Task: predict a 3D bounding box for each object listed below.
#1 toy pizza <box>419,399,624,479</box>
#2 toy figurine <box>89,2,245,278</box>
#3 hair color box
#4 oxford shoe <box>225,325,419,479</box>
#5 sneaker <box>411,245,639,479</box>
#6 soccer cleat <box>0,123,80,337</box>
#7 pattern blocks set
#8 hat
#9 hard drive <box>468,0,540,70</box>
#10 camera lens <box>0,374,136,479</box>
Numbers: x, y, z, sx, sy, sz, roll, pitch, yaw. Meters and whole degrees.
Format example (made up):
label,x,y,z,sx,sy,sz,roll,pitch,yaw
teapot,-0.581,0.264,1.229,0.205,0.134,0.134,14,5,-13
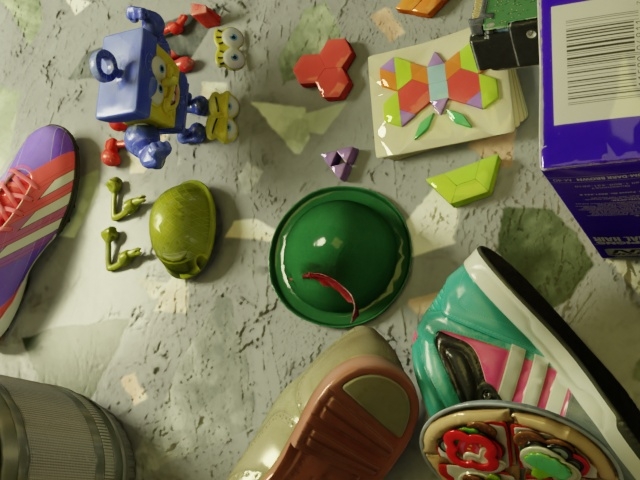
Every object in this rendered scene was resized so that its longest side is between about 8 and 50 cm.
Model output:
label,x,y,z,sx,sy,sz,roll,pitch,yaw
toy pizza,0.191,0.226,1.041,0.201,0.201,0.032,4,46,24
toy figurine,-0.234,-0.150,1.304,0.191,0.217,0.362,-1,75,23
hair color box,0.285,-0.108,1.002,0.110,0.339,0.185,-4,75,24
oxford shoe,-0.031,0.267,1.175,0.140,0.146,0.397,35,106,-16
sneaker,0.198,0.171,1.090,0.178,0.124,0.295,-44,75,18
soccer cleat,-0.417,-0.013,1.400,0.108,0.116,0.318,24,86,26
pattern blocks set,0.141,-0.177,1.258,0.325,0.026,0.285,-25,68,15
hat,0.000,0.000,1.181,0.208,0.183,0.173,14,81,25
hard drive,0.337,-0.286,1.126,0.339,0.064,0.237,-4,43,21
camera lens,-0.366,0.264,1.216,0.219,0.274,0.219,-6,74,22
